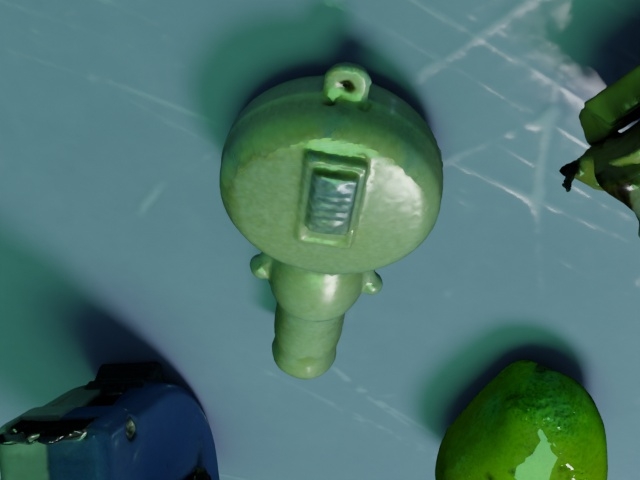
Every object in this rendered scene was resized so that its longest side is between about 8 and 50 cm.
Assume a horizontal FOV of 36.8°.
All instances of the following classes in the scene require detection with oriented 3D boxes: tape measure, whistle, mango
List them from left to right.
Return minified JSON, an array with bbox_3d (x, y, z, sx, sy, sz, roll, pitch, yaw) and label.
[{"bbox_3d":[-0.139,0.274,0.717,0.097,0.215,0.352,-2,97,14],"label":"tape measure"},{"bbox_3d":[0.000,0.000,0.574,0.126,0.067,0.258,10,140,0],"label":"whistle"},{"bbox_3d":[0.147,0.164,0.704,0.119,0.100,0.178,9,130,3],"label":"mango"}]

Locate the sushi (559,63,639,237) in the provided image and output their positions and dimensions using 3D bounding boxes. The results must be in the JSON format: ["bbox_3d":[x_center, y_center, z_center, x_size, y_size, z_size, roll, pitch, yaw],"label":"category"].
[{"bbox_3d":[0.261,-0.008,0.479,0.291,0.131,0.139,35,133,-15],"label":"sushi"}]
